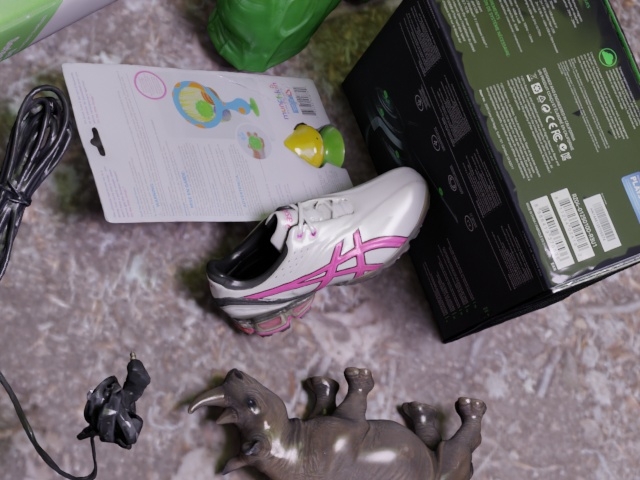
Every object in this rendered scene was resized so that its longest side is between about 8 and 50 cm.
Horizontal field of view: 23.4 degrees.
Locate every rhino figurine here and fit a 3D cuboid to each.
[{"bbox_3d":[0.013,0.154,1.185,0.243,0.073,0.106,16,64,-21],"label":"rhino figurine"}]

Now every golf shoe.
[{"bbox_3d":[0.000,0.000,1.173,0.186,0.086,0.067,-35,52,0],"label":"golf shoe"}]

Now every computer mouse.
[{"bbox_3d":[-0.323,-0.063,1.095,0.262,0.060,0.184,22,78,-19],"label":"computer mouse"}]

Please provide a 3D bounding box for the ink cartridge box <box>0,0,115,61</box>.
[{"bbox_3d":[-0.206,-0.277,1.185,0.273,0.115,0.198,-34,91,-32],"label":"ink cartridge box"}]

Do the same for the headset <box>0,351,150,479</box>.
[{"bbox_3d":[-0.306,0.076,0.959,0.394,0.185,0.243,14,80,-8],"label":"headset"}]

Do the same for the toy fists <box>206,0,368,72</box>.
[{"bbox_3d":[0.018,-0.252,1.265,0.096,0.142,0.279,49,53,6],"label":"toy fists"}]

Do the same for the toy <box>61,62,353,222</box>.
[{"bbox_3d":[-0.088,-0.065,1.210,0.237,0.056,0.137,-3,62,-35],"label":"toy"}]

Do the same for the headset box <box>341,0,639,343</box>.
[{"bbox_3d":[0.141,-0.067,1.211,0.131,0.283,0.246,-20,82,-16],"label":"headset box"}]
